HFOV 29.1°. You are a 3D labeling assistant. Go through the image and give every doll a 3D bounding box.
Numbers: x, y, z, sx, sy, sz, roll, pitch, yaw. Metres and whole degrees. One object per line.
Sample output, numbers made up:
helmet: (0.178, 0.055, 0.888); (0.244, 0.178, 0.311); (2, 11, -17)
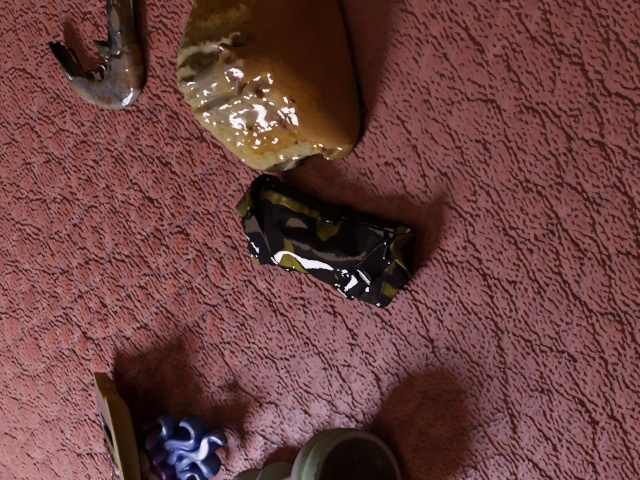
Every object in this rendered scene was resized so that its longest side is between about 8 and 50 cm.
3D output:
doll: (-0.181, 0.272, 1.582); (0.206, 0.067, 0.110); (-33, 86, 47)

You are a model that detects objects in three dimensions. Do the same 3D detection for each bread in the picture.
bread: (-0.071, -0.192, 1.324); (0.174, 0.133, 0.251); (-10, 98, 39)

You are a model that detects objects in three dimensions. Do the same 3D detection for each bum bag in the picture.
bum bag: (0.000, 0.000, 1.374); (0.233, 0.060, 0.106); (20, 109, 28)

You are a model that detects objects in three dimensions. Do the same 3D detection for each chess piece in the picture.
chess piece: (-0.037, 0.301, 1.463); (0.272, 0.139, 0.139); (-18, 92, 48)

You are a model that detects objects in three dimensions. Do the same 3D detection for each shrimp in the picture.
shrimp: (-0.281, -0.259, 1.525); (0.148, 0.035, 0.195); (12, 112, 36)

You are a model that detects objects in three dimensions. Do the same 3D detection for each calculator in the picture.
calculator: (-0.262, 0.297, 1.629); (0.157, 0.033, 0.236); (-149, 51, -67)
